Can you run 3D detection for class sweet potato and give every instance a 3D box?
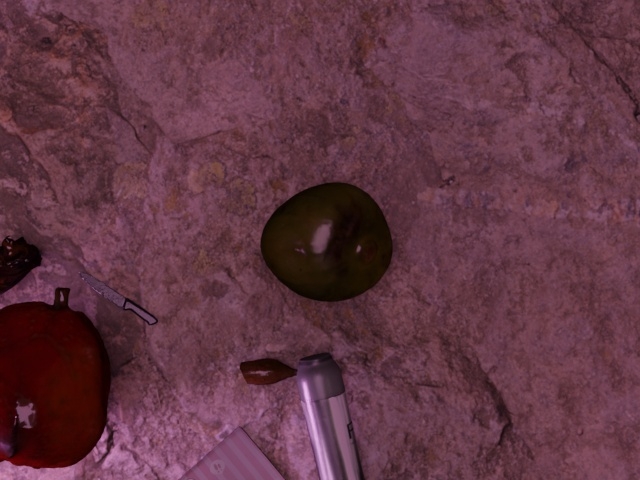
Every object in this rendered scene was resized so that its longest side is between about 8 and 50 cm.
[{"bbox_3d":[-0.083,0.233,1.626,0.117,0.049,0.049,1,87,-1],"label":"sweet potato"}]

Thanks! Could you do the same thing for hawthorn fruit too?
[{"bbox_3d":[-0.473,0.226,1.547,0.265,0.265,0.307,6,77,3],"label":"hawthorn fruit"}]

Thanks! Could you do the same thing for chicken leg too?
[{"bbox_3d":[-0.668,0.096,1.569,0.407,0.158,0.095,-22,88,-31],"label":"chicken leg"}]

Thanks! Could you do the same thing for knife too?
[{"bbox_3d":[-0.365,0.104,1.664,0.170,0.010,0.023,33,83,6],"label":"knife"}]

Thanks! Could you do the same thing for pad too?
[{"bbox_3d":[-0.191,0.500,1.638,0.300,0.005,0.202,-41,86,0],"label":"pad"}]

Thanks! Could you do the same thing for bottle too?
[{"bbox_3d":[0.017,0.321,1.598,0.080,0.096,0.253,-13,92,1],"label":"bottle"}]

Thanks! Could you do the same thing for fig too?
[{"bbox_3d":[0.000,0.000,1.579,0.225,0.203,0.202,6,87,43],"label":"fig"}]
